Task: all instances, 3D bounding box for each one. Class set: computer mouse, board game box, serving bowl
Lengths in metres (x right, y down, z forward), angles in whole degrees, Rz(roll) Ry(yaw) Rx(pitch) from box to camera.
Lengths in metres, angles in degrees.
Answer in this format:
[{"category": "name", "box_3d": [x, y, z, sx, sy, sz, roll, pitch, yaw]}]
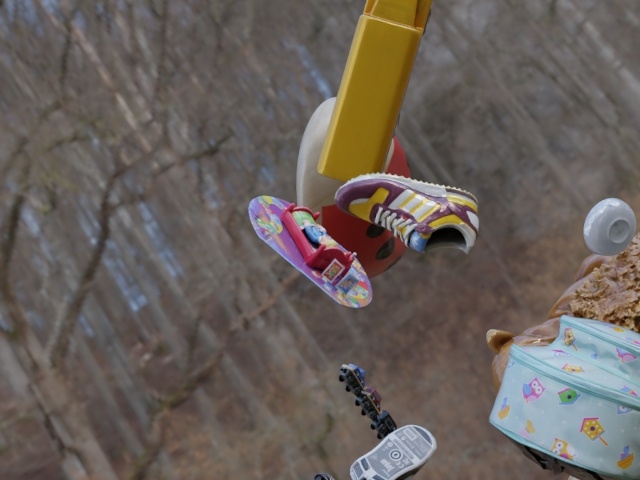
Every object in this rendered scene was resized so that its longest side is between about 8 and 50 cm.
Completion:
[{"category": "computer mouse", "box_3d": [0.083, 0.332, 1.979, 0.193, 0.106, 0.042, -30, -37, -21]}, {"category": "board game box", "box_3d": [0.000, 0.000, 1.515, 0.033, 0.169, 0.133, -48, 4, 21]}, {"category": "serving bowl", "box_3d": [0.410, -0.016, 1.962, 0.083, 0.027, 0.083, -7, -73, -23]}]

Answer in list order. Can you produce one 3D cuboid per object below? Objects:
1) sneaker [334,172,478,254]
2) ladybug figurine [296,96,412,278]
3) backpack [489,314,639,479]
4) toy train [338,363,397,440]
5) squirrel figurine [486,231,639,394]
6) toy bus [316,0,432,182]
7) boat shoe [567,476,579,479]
[{"category": "sneaker", "box_3d": [0.108, -0.029, 1.771, 0.185, 0.084, 0.069, 6, -37, 0]}, {"category": "ladybug figurine", "box_3d": [0.077, -0.081, 2.690, 0.449, 0.162, 0.305, 71, -145, -55]}, {"category": "backpack", "box_3d": [0.249, 0.146, 1.246, 0.188, 0.166, 0.144, 8, -78, -44]}, {"category": "toy train", "box_3d": [0.071, 0.231, 2.017, 0.036, 0.027, 0.158, -46, -54, -20]}, {"category": "squirrel figurine", "box_3d": [0.469, 0.147, 2.405, 0.370, 0.281, 0.397, -21, -22, -28]}, {"category": "toy bus", "box_3d": [0.089, -0.259, 2.281, 0.130, 0.108, 0.332, -53, -20, -79]}, {"category": "boat shoe", "box_3d": [0.413, 0.380, 1.640, 0.110, 0.341, 0.121, -28, -44, -37]}]
